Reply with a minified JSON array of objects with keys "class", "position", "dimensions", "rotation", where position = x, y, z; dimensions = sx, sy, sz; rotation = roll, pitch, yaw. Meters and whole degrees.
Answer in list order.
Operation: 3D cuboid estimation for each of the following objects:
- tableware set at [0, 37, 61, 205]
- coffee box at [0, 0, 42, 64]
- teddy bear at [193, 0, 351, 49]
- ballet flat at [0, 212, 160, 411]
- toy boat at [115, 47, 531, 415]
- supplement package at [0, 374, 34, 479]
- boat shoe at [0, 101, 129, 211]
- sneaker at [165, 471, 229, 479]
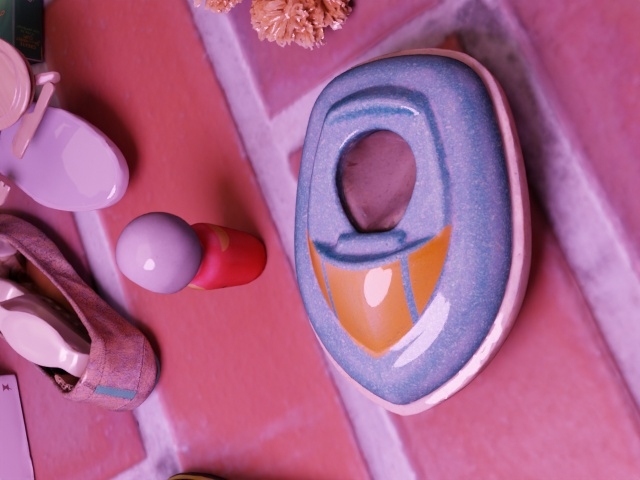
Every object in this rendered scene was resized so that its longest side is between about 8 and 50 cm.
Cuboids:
[{"class":"tableware set","position":[-0.321,-0.100,0.979],"dimensions":[0.128,0.039,0.194],"rotation":[35,109,9]},{"class":"coffee box","position":[-0.345,-0.269,1.111],"dimensions":[0.113,0.040,0.184],"rotation":[-8,81,34]},{"class":"teddy bear","position":[-0.011,-0.327,0.849],"dimensions":[0.245,0.113,0.338],"rotation":[49,112,24]},{"class":"ballet flat","position":[-0.283,0.056,1.004],"dimensions":[0.316,0.106,0.107],"rotation":[29,103,32]},{"class":"toy boat","position":[0.000,0.000,0.793],"dimensions":[0.318,0.148,0.267],"rotation":[-8,82,33]},{"class":"supplement package","position":[-0.410,0.254,1.048],"dimensions":[0.203,0.149,0.194],"rotation":[-23,74,32]},{"class":"boat shoe","position":[-0.281,-0.097,1.030],"dimensions":[0.258,0.084,0.095],"rotation":[24,101,22]},{"class":"sneaker","position":[-0.067,0.243,0.849],"dimensions":[0.235,0.097,0.084],"rotation":[0,86,34]}]
